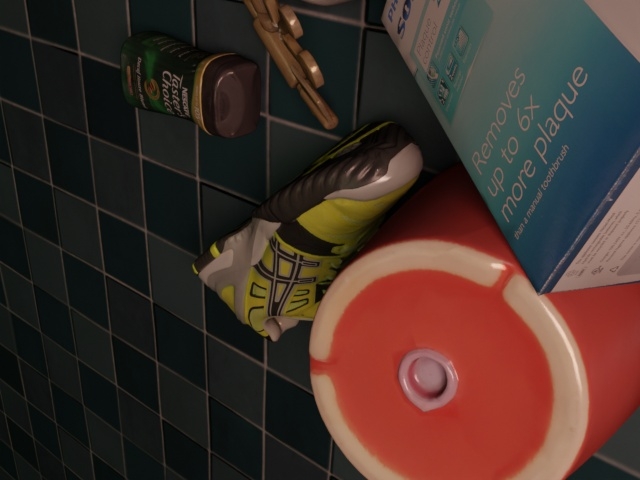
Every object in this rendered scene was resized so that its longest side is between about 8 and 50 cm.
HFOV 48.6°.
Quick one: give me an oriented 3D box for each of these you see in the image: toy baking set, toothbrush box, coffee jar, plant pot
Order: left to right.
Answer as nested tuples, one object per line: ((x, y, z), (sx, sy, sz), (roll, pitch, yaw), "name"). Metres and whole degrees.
((-0.154, -0.186, 0.845), (0.184, 0.079, 0.096), (23, 124, 32), "coffee jar")
((-0.047, -0.229, 0.690), (0.256, 0.030, 0.197), (59, 176, 6), "toy baking set")
((0.131, 0.072, 0.564), (0.275, 0.243, 0.274), (7, 104, 29), "plant pot")
((0.164, -0.149, 0.440), (0.216, 0.126, 0.295), (107, 153, -47), "toothbrush box")

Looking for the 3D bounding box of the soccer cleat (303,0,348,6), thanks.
((0.007, -0.363, 0.584), (0.143, 0.116, 0.331), (33, 139, 46), "soccer cleat")

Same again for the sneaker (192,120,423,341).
((0.000, 0.000, 0.778), (0.147, 0.145, 0.385), (52, 145, -3), "sneaker")
